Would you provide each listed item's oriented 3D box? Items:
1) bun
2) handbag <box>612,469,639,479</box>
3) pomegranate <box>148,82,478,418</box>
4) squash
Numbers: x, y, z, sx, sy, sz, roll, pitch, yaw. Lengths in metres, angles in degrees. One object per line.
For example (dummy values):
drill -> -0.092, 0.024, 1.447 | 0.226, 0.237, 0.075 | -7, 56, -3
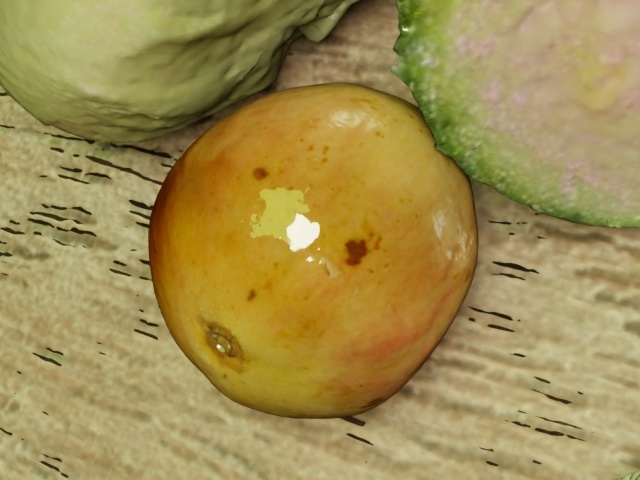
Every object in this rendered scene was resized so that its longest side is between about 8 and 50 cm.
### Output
bun -> -0.056, -0.212, 0.691 | 0.213, 0.361, 0.361 | 38, 93, -10
handbag -> 0.230, 0.142, 0.541 | 0.173, 0.095, 0.117 | 40, 90, 25
pomegranate -> 0.000, 0.003, 0.637 | 0.191, 0.191, 0.191 | -7, 72, 22
squash -> 0.181, -0.214, 0.600 | 0.310, 0.310, 0.308 | -17, 47, 19
